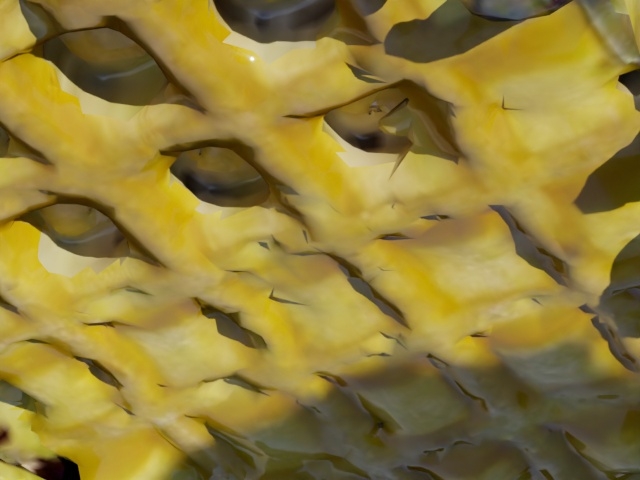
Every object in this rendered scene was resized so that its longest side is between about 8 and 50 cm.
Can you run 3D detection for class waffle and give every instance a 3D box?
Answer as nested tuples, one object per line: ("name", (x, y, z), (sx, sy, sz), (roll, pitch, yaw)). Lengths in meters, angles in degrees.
("waffle", (0.000, 0.003, 0.430), (0.262, 0.280, 0.060), (108, -6, -47))
